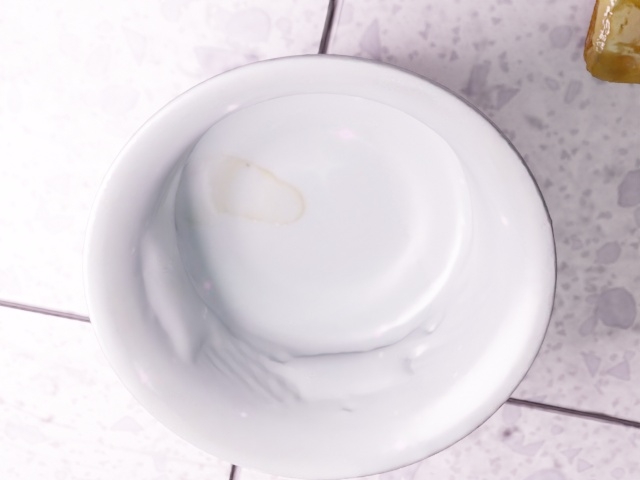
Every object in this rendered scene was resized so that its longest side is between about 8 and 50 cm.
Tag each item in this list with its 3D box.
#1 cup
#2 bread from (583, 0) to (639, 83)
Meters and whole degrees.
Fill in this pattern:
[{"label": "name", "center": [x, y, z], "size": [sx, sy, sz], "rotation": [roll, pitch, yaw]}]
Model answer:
[{"label": "cup", "center": [0.000, 0.000, 0.902], "size": [0.347, 0.163, 0.347], "rotation": [0, 116, 1]}, {"label": "bread", "center": [0.246, -0.184, 0.870], "size": [0.074, 0.053, 0.132], "rotation": [11, 113, -4]}]
